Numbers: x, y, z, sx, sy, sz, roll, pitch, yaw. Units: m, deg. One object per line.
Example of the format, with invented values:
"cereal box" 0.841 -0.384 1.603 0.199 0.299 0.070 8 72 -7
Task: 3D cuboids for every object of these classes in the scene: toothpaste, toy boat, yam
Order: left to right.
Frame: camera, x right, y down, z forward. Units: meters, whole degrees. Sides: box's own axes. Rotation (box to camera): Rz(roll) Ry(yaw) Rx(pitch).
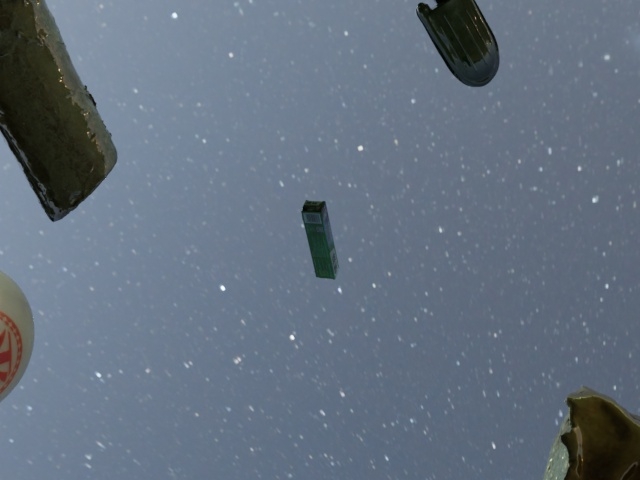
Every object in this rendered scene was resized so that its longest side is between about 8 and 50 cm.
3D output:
"yam" -0.119 -0.059 0.356 0.043 0.094 0.043 -24 -165 7
"toothpaste" 0.000 0.000 0.749 0.020 0.083 0.017 4 -136 18
"toy boat" 0.260 -0.375 1.528 0.104 0.210 0.052 -34 -159 4

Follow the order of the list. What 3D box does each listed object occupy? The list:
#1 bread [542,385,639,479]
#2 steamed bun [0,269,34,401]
"bread" 0.401 0.338 1.055 0.252 0.238 0.196 15 -149 8
"steamed bun" -0.486 0.143 1.102 0.145 0.232 0.232 28 -112 41
